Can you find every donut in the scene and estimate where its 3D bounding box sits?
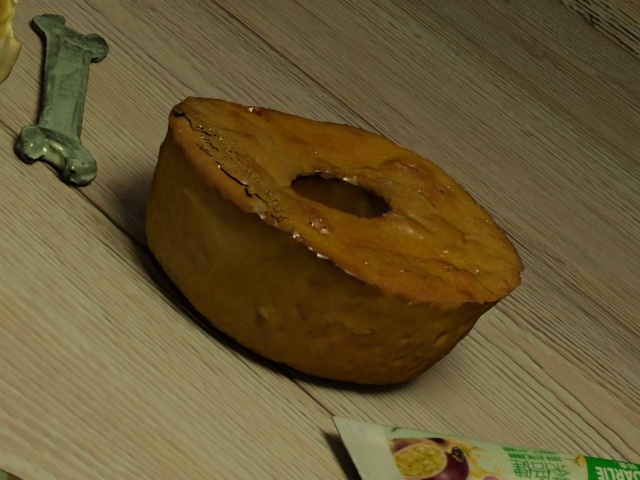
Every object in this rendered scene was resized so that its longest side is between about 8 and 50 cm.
[{"bbox_3d":[-0.002,-0.001,1.217,0.277,0.108,0.277,26,22,-11],"label":"donut"}]

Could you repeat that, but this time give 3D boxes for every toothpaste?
[{"bbox_3d":[0.150,0.164,1.145,0.314,0.056,0.058,13,-13,-31],"label":"toothpaste"}]

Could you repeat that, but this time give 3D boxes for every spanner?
[{"bbox_3d":[-0.201,-0.119,1.344,0.071,0.017,0.302,24,22,-15],"label":"spanner"}]

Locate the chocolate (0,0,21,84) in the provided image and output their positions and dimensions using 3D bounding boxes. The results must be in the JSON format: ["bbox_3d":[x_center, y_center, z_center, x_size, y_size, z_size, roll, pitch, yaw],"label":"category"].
[{"bbox_3d":[-0.411,-0.211,1.105,0.445,0.162,0.162,32,21,8],"label":"chocolate"}]

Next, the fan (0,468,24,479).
[{"bbox_3d":[-0.192,0.125,0.835,0.226,0.008,0.152,40,24,20],"label":"fan"}]
